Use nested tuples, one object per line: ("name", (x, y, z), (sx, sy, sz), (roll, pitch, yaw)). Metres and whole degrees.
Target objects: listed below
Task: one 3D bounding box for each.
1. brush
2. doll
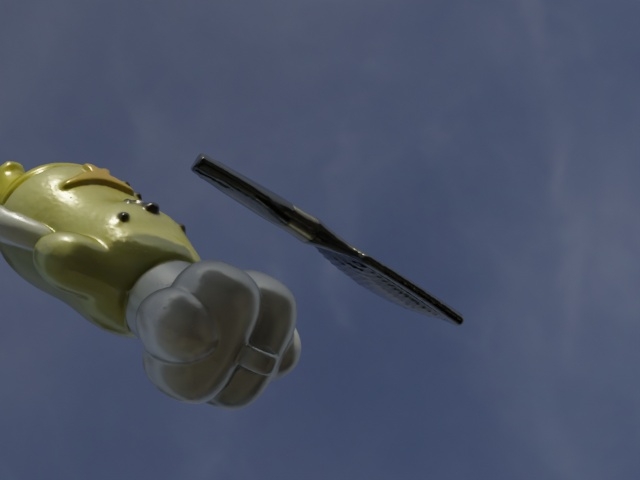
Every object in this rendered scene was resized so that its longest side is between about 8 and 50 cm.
("brush", (0.000, 0.000, 0.898), (0.193, 0.063, 0.016), (35, -99, -42))
("doll", (-0.075, 0.016, 0.759), (0.106, 0.162, 0.062), (10, -70, -53))
